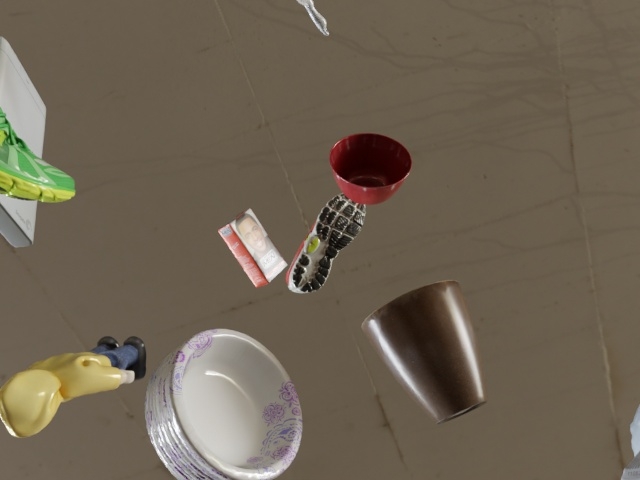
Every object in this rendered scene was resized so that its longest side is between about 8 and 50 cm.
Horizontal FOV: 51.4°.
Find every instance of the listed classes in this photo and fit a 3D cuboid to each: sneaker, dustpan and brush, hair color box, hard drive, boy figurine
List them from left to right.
[{"bbox_3d":[-0.466,-0.144,0.935,0.296,0.110,0.123,35,-111,-40],"label":"sneaker"},{"bbox_3d":[-0.624,-0.196,1.337,0.047,0.352,0.233,-6,-28,-2],"label":"hard drive"},{"bbox_3d":[-0.387,0.222,1.060,0.178,0.285,0.092,-2,-83,16],"label":"boy figurine"},{"bbox_3d":[-0.134,0.015,1.329,0.043,0.072,0.141,-23,-75,42],"label":"hair color box"},{"bbox_3d":[-0.036,-0.498,1.315,0.060,0.147,0.211,-33,-59,28],"label":"dustpan and brush"},{"bbox_3d":[0.000,0.000,1.590,0.107,0.118,0.279,39,-104,-15],"label":"sneaker"}]

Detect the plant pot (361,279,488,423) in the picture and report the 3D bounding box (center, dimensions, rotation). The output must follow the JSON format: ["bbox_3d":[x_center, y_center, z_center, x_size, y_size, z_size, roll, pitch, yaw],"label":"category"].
[{"bbox_3d":[0.223,0.229,1.299,0.216,0.230,0.215,-20,-22,-8],"label":"plant pot"}]

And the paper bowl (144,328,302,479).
[{"bbox_3d":[-0.183,0.313,1.192,0.284,0.284,0.148,39,-55,-21],"label":"paper bowl"}]

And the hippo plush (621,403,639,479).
[{"bbox_3d":[0.407,0.155,0.546,0.237,0.294,0.234,31,-42,21],"label":"hippo plush"}]

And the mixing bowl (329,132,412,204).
[{"bbox_3d":[0.107,-0.144,1.473,0.182,0.181,0.098,-3,-42,-4],"label":"mixing bowl"}]
